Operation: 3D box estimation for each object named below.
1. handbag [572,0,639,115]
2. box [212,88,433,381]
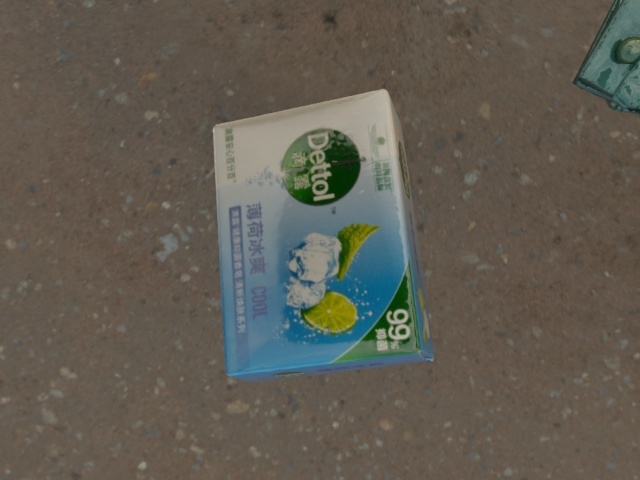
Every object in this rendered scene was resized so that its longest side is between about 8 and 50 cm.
[{"bbox_3d":[0.486,-0.248,0.832,0.269,0.100,0.274,29,101,-4],"label":"handbag"},{"bbox_3d":[0.000,0.001,0.523,0.139,0.073,0.194,-10,73,13],"label":"box"}]
